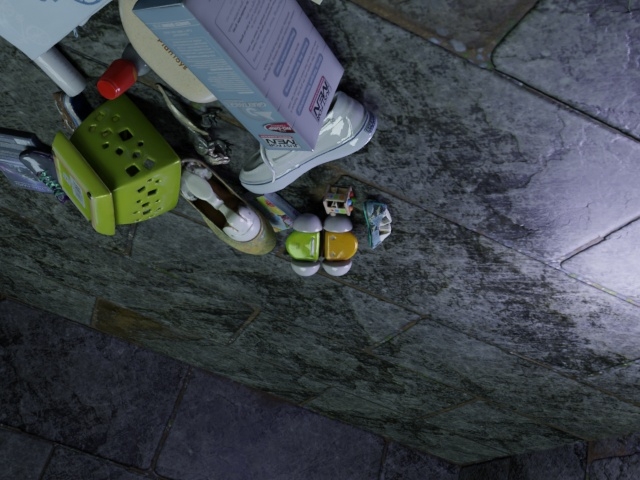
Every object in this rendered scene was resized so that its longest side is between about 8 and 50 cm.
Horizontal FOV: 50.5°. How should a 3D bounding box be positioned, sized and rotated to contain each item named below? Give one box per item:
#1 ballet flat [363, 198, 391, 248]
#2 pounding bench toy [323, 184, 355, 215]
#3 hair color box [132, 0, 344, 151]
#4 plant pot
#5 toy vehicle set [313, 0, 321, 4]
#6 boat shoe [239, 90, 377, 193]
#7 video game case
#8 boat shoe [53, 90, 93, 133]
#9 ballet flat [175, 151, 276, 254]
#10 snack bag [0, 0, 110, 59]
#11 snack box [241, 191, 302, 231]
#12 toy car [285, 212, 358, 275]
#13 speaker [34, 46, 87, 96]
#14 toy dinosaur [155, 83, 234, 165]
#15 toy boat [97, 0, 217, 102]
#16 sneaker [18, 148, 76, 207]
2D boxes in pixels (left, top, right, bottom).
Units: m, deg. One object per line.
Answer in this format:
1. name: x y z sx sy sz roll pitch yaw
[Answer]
1. ballet flat: 0.144 -0.037 1.672 0.070 0.070 0.188 10 154 13
2. pounding bench toy: 0.051 -0.088 1.637 0.065 0.052 0.083 7 150 18
3. hair color box: -0.114 -0.323 1.116 0.114 0.185 0.374 7 157 35
4. plant pot: -0.471 -0.159 1.551 0.227 0.207 0.228 49 152 12
5. toy vehicle set: -0.018 -0.483 0.992 0.166 0.035 0.267 25 151 -13
6. boat shoe: -0.071 -0.212 1.399 0.367 0.135 0.156 -17 137 42
7. video game case: -0.841 -0.223 1.921 0.196 0.026 0.274 11 152 11
8. boat shoe: -0.580 -0.289 1.627 0.066 0.066 0.183 13 142 18
9. ballet flat: -0.243 -0.082 1.673 0.348 0.123 0.123 44 144 -15
10. snack bag: -0.563 -0.496 1.231 0.343 0.037 0.323 -20 136 37
11. snack box: -0.129 -0.080 1.766 0.100 0.037 0.141 -12 140 44
12. toy car: 0.000 0.000 1.738 0.182 0.136 0.159 -1 111 -7
13. speaker: -0.569 -0.375 1.467 0.055 0.055 0.136 -1 147 30
14. toy dinosaur: -0.262 -0.245 1.528 0.118 0.064 0.268 7 147 32
15. toy boat: -0.289 -0.365 1.256 0.318 0.148 0.267 -16 124 39
16. sneaker: -0.719 -0.163 1.853 0.083 0.098 0.224 -24 141 33
